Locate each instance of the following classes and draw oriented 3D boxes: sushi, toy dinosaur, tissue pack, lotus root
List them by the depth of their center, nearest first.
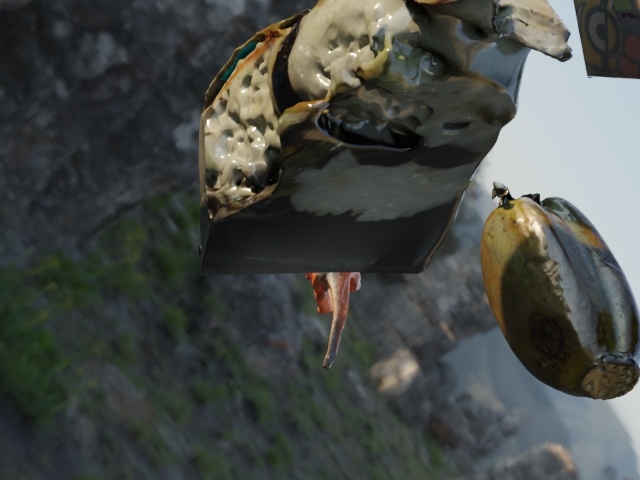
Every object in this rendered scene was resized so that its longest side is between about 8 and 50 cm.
[{"bbox_3d":[0.020,-0.084,0.681,0.273,0.134,0.109,119,-33,-58],"label":"sushi"},{"bbox_3d":[0.230,0.054,1.313,0.123,0.124,0.241,105,-24,-46],"label":"lotus root"},{"bbox_3d":[0.316,-0.215,1.337,0.148,0.060,0.108,20,-51,61],"label":"tissue pack"},{"bbox_3d":[0.006,-0.001,1.361,0.101,0.055,0.279,87,-7,-56],"label":"toy dinosaur"}]
